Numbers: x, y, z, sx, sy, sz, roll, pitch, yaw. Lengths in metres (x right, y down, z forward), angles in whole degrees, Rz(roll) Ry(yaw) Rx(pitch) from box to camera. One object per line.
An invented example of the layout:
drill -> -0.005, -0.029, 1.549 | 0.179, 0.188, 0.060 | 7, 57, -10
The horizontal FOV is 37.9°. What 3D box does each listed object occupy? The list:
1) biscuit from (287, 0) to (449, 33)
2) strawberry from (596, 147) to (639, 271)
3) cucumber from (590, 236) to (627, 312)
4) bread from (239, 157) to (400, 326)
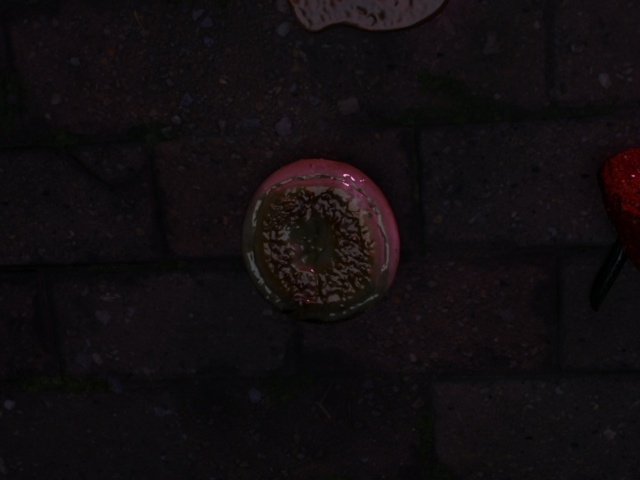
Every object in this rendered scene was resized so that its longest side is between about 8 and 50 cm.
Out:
biscuit -> 0.065, -0.539, 1.566 | 0.364, 0.062, 0.385 | -7, 106, 10
strawberry -> 0.599, -0.053, 1.559 | 0.238, 0.250, 0.288 | -42, 59, -9
cucumber -> 0.532, 0.047, 1.692 | 0.033, 0.036, 0.184 | 26, 107, 10
bread -> 0.000, 0.000, 1.684 | 0.305, 0.159, 0.306 | 1, 105, 4
